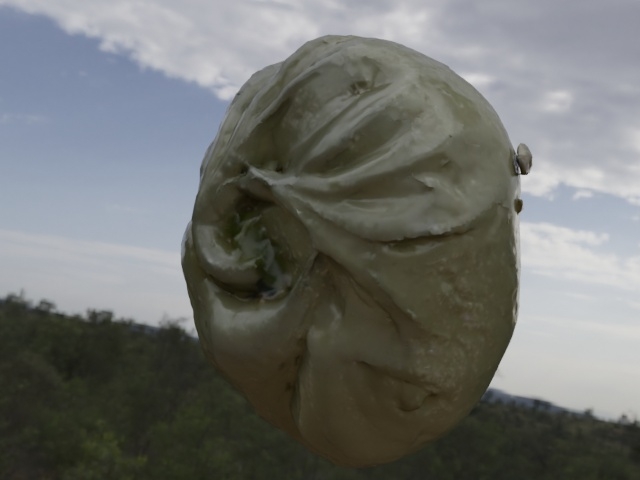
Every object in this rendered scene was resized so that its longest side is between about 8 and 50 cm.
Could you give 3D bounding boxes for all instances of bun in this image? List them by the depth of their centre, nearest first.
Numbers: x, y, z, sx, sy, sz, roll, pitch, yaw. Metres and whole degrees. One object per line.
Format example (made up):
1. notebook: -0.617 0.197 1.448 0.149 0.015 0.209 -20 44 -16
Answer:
1. bun: 0.000 0.000 0.549 0.160 0.259 0.259 5 -4 -35
